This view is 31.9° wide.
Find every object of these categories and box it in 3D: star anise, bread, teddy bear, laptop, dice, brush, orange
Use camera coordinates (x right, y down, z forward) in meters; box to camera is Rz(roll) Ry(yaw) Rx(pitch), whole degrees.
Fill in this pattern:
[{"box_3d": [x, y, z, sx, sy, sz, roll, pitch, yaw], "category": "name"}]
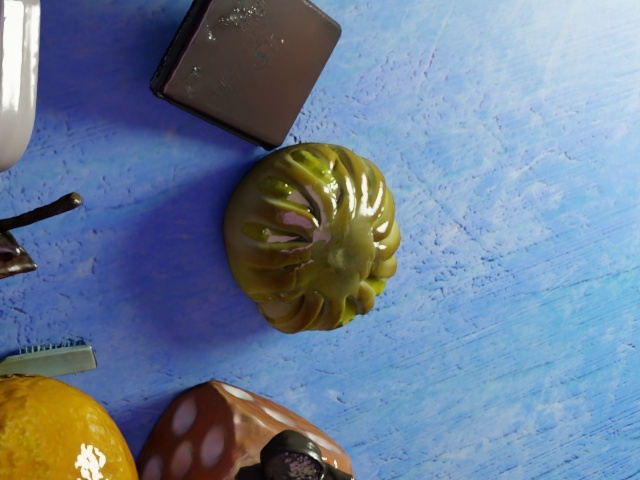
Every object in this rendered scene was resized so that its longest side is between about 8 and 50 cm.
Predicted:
[{"box_3d": [-0.316, 0.010, 1.005, 0.234, 0.073, 0.177, 1, 150, 1], "category": "star anise"}, {"box_3d": [0.000, 0.000, 1.185, 0.213, 0.105, 0.213, -9, 110, -26], "category": "bread"}, {"box_3d": [-0.023, 0.251, 1.084, 0.120, 0.078, 0.160, 5, 114, 8], "category": "teddy bear"}, {"box_3d": [-0.066, -0.178, 1.081, 0.207, 0.026, 0.153, 21, 99, -59], "category": "laptop"}, {"box_3d": [-0.084, 0.263, 1.199, 0.174, 0.179, 0.174, 28, 90, -31], "category": "dice"}, {"box_3d": [-0.315, 0.126, 1.119, 0.179, 0.030, 0.033, -9, 128, -13], "category": "brush"}, {"box_3d": [-0.292, 0.247, 1.045, 0.246, 0.246, 0.246, -9, 112, -23], "category": "orange"}]

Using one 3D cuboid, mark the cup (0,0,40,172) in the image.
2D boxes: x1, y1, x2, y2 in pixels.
[{"box_3d": [-0.334, -0.172, 0.872, 0.288, 0.208, 0.273, 19, 103, -3], "category": "cup"}]
